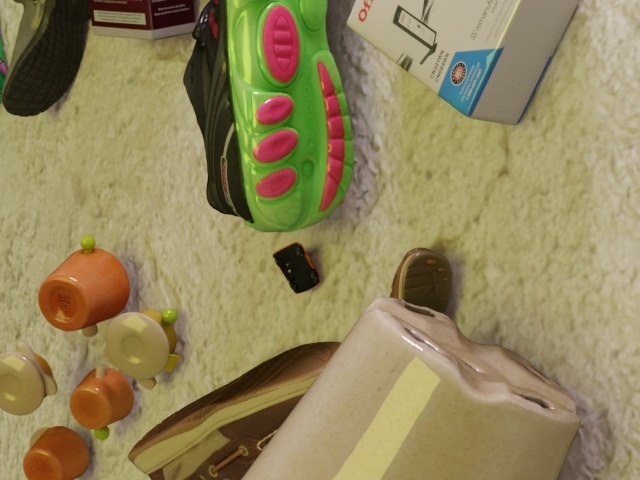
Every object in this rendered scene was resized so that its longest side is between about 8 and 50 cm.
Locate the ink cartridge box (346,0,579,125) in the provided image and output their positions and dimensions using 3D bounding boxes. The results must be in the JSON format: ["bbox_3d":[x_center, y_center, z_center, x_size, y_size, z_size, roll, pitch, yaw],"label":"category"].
[{"bbox_3d":[0.136,-0.227,1.570,0.203,0.086,0.148,42,118,39],"label":"ink cartridge box"}]

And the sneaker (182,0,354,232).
[{"bbox_3d":[-0.078,-0.248,1.731,0.202,0.185,0.483,-8,77,51],"label":"sneaker"}]

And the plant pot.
[{"bbox_3d":[0.077,0.235,1.479,0.334,0.334,0.305,37,103,41],"label":"plant pot"}]

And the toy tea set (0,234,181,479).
[{"bbox_3d":[-0.301,0.159,2.028,0.200,0.124,0.336,41,118,6],"label":"toy tea set"}]

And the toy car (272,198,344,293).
[{"bbox_3d":[0.000,0.000,1.755,0.122,0.060,0.040,-45,11,16],"label":"toy car"}]

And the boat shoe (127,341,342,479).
[{"bbox_3d":[-0.070,0.217,1.768,0.342,0.123,0.123,-30,96,36],"label":"boat shoe"}]

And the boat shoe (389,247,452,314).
[{"bbox_3d":[0.091,0.093,1.629,0.060,0.064,0.178,-138,59,-74],"label":"boat shoe"}]

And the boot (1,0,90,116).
[{"bbox_3d":[-0.378,-0.300,2.139,0.161,0.083,0.246,43,113,47],"label":"boot"}]

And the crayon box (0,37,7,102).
[{"bbox_3d":[-0.567,-0.234,2.321,0.278,0.081,0.165,-27,69,43],"label":"crayon box"}]

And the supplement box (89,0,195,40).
[{"bbox_3d":[-0.227,-0.368,1.931,0.130,0.073,0.239,13,114,46],"label":"supplement box"}]
